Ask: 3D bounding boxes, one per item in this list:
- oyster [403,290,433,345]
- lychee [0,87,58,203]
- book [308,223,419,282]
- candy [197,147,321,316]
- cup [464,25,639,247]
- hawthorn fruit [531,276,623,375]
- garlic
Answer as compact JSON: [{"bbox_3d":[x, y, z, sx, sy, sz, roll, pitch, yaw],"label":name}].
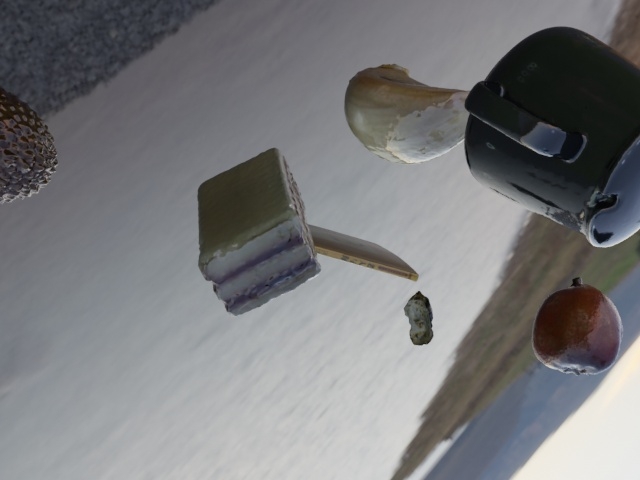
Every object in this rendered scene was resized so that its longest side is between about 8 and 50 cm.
[{"bbox_3d":[0.154,0.118,1.327,0.019,0.083,0.054,-6,176,-43],"label":"oyster"},{"bbox_3d":[-0.533,-0.153,1.366,0.238,0.200,0.200,23,112,-30],"label":"lychee"},{"bbox_3d":[0.000,0.000,1.906,0.269,0.388,0.032,-138,-114,-69],"label":"book"},{"bbox_3d":[-0.115,-0.027,1.526,0.179,0.321,0.135,-23,121,5],"label":"candy"},{"bbox_3d":[0.220,-0.092,0.779,0.223,0.176,0.169,-1,126,-50],"label":"cup"},{"bbox_3d":[0.481,0.157,1.629,0.169,0.169,0.188,63,30,-73],"label":"hawthorn fruit"},{"bbox_3d":[0.131,-0.191,1.248,0.164,0.245,0.145,-48,125,-16],"label":"garlic"}]
